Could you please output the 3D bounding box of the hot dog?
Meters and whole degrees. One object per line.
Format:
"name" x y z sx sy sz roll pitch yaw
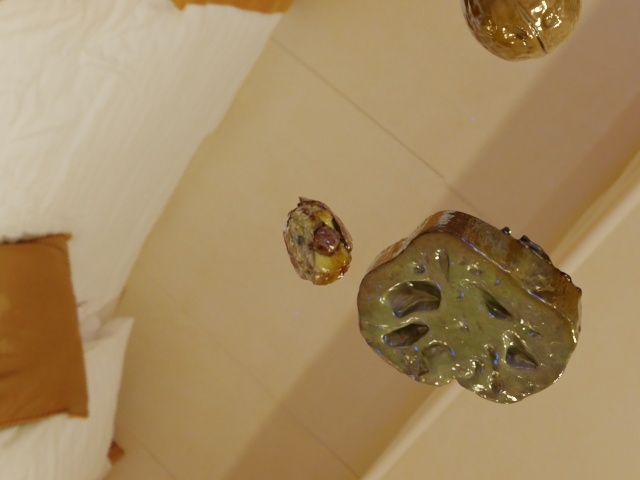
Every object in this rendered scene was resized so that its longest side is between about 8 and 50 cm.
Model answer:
"hot dog" 0.000 0.000 1.227 0.103 0.146 0.213 -18 -173 -6

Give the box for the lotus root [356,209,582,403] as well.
"lotus root" 0.244 0.114 1.342 0.111 0.390 0.375 -53 136 -44

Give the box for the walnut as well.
"walnut" 0.295 -0.357 1.167 0.167 0.167 0.207 -49 131 2
